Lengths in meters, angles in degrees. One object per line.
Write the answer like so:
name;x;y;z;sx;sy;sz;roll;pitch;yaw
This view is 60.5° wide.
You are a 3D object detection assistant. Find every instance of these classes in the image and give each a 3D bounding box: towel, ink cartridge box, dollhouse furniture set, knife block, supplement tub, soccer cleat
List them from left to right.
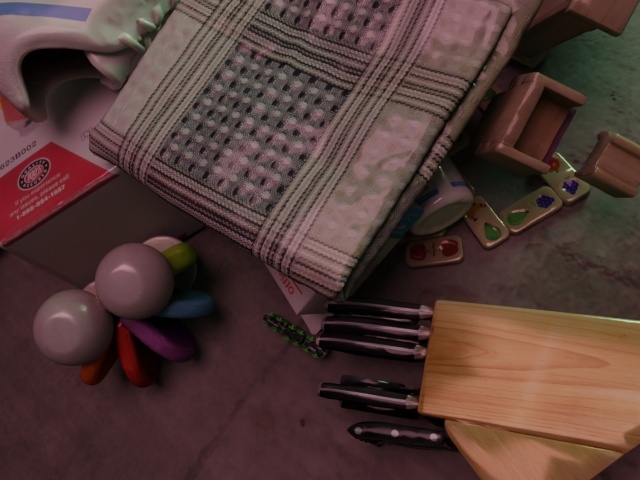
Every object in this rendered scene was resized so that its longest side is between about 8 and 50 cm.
ink cartridge box;-0.272;-0.174;0.712;0.279;0.160;0.385;-32;58;4
soccer cleat;-0.196;-0.242;0.575;0.331;0.116;0.143;-32;81;-2
towel;-0.020;-0.152;0.489;0.312;0.056;0.324;30;81;24
ink cartridge box;0.000;0.000;0.538;0.181;0.061;0.104;-53;55;26
supplement tub;0.097;-0.066;0.544;0.071;0.071;0.107;-28;66;7
knife block;0.142;0.095;0.466;0.275;0.088;0.242;-37;59;2
dollhouse furniture set;0.337;-0.149;0.519;0.303;0.198;0.286;25;100;-2

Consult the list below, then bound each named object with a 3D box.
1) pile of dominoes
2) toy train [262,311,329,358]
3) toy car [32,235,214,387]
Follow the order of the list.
pile of dominoes;0.126;-0.098;0.591;0.196;0.040;0.251;-32;59;5
toy train;-0.025;0.098;0.568;0.083;0.023;0.017;26;92;29
toy car;-0.193;0.083;0.587;0.182;0.159;0.136;-37;93;1
